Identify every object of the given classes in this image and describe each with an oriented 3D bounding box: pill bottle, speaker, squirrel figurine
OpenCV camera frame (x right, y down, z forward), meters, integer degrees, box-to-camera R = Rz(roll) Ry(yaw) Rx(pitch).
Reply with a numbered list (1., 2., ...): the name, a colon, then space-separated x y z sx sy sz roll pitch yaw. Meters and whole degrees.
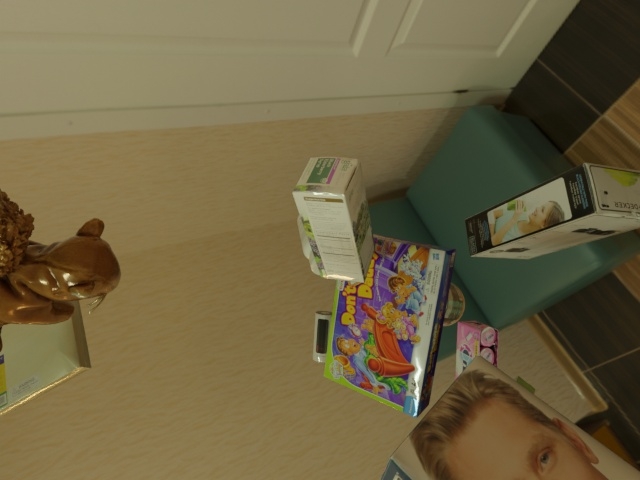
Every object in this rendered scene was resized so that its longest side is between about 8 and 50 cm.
1. pill bottle: 0.000 0.000 1.358 0.229 0.131 0.131 -104 21 -44
2. pill bottle: 0.355 0.197 1.320 0.162 0.278 0.162 -10 74 35
3. speaker: 0.009 0.272 1.142 0.055 0.055 0.136 7 93 60
4. squirrel figurine: -0.645 0.054 0.844 0.397 0.370 0.281 70 -165 -56

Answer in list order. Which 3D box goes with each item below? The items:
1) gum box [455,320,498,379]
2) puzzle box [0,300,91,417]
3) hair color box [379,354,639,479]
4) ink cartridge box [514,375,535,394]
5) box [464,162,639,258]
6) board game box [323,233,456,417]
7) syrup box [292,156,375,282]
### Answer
1. gum box: 0.444 0.324 1.150 0.107 0.062 0.189 -170 81 -75
2. puzzle box: -0.920 0.362 1.245 0.272 0.408 0.052 63 -179 25
3. hair color box: 0.242 0.293 0.375 0.347 0.174 0.105 35 140 31
4. ink cartridge box: 0.554 0.474 1.166 0.062 0.209 0.109 40 107 26
5. box: 0.440 -0.040 0.767 0.290 0.169 0.087 141 129 -66
6. board game box: 0.143 0.168 0.886 0.233 0.078 0.347 12 99 34
7. syrup box: 0.033 -0.032 0.744 0.096 0.093 0.237 5 140 22
